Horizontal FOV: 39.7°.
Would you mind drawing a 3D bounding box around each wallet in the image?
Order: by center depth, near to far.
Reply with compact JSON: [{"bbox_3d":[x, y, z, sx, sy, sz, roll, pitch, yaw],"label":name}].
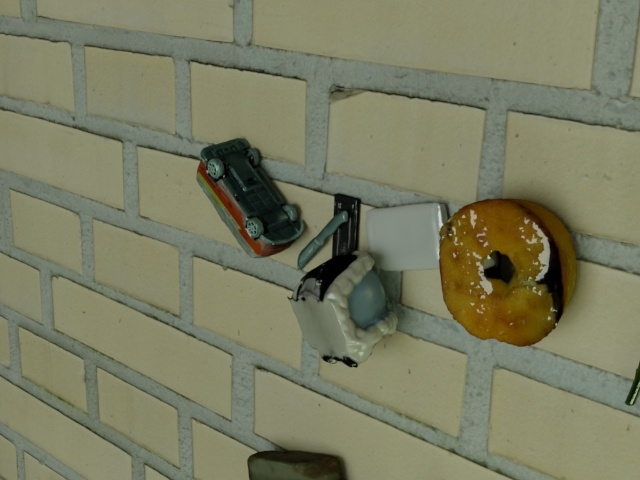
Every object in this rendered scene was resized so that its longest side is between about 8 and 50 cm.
[{"bbox_3d":[0.163,-0.006,1.626,0.183,0.032,0.124,-6,98,45],"label":"wallet"}]

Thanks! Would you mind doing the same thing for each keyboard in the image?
[{"bbox_3d":[0.048,0.011,1.747,0.061,0.013,0.204,17,113,39],"label":"keyboard"}]

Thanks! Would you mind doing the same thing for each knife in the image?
[{"bbox_3d":[-0.001,0.000,1.773,0.028,0.015,0.210,59,139,14],"label":"knife"}]

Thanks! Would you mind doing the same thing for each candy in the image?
[{"bbox_3d":[-0.055,0.517,1.925,0.234,0.102,0.104,-3,100,44],"label":"candy"}]

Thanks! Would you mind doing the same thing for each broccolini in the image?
[{"bbox_3d":[0.504,0.162,1.367,0.042,0.044,0.218,21,122,20],"label":"broccolini"}]

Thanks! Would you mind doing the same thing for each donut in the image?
[{"bbox_3d":[0.304,0.049,1.455,0.253,0.118,0.254,10,106,39],"label":"donut"}]

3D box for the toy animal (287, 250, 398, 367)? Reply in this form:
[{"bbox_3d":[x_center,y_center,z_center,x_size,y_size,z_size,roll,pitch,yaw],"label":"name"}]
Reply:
[{"bbox_3d":[0.053,0.128,1.672,0.204,0.156,0.208,66,158,-6],"label":"toy animal"}]

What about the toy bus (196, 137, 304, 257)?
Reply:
[{"bbox_3d":[-0.150,-0.078,1.838,0.265,0.121,0.120,54,139,16],"label":"toy bus"}]
